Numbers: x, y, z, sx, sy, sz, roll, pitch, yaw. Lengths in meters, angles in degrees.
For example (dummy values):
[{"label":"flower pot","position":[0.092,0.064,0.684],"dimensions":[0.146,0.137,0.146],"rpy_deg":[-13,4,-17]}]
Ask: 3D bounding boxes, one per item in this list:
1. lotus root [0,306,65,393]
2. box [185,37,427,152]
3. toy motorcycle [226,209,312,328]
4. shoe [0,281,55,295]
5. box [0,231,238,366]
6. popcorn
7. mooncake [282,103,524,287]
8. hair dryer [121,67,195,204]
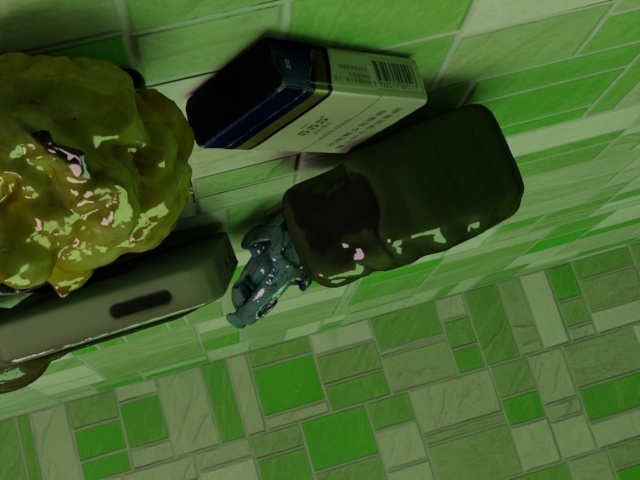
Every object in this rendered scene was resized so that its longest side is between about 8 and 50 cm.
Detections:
[{"label":"lotus root","position":[-0.603,0.192,1.624],"dimensions":[0.310,0.173,0.173],"rpy_deg":[1,163,-14]},{"label":"box","position":[-0.014,-0.168,1.099],"dimensions":[0.259,0.071,0.168],"rpy_deg":[-2,161,-46]},{"label":"toy motorcycle","position":[-0.083,0.051,1.653],"dimensions":[0.260,0.154,0.206],"rpy_deg":[-49,-168,27]},{"label":"shoe","position":[-0.457,0.050,1.401],"dimensions":[0.106,0.091,0.207],"rpy_deg":[-34,162,37]},{"label":"box","position":[-0.325,0.091,1.505],"dimensions":[0.367,0.090,0.373],"rpy_deg":[-16,-173,2]},{"label":"popcorn","position":[-0.269,-0.067,0.880],"dimensions":[0.287,0.215,0.252],"rpy_deg":[10,121,-4]},{"label":"mooncake","position":[0.124,-0.059,1.348],"dimensions":[0.351,0.187,0.351],"rpy_deg":[-26,178,-1]},{"label":"hair dryer","position":[-0.227,-0.112,1.074],"dimensions":[0.135,0.090,0.278],"rpy_deg":[-12,160,-10]}]
